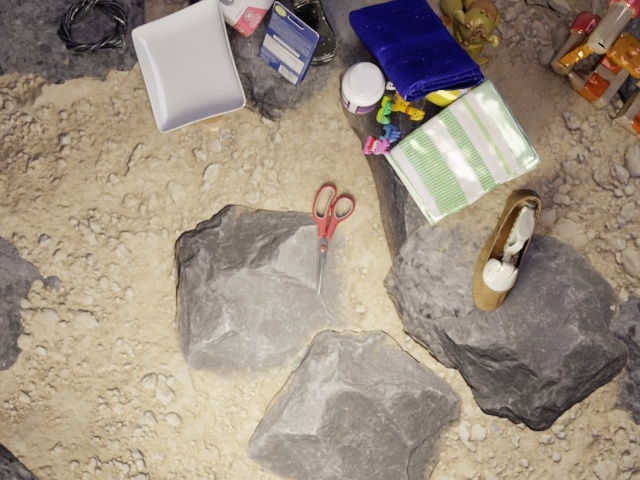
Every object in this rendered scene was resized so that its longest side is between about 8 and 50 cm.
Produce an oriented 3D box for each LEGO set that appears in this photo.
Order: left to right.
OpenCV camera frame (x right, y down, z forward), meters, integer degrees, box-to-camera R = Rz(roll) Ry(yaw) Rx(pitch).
[{"bbox_3d":[0.204,-0.314,1.610,0.093,0.087,0.227,30,112,29],"label":"LEGO set"}]

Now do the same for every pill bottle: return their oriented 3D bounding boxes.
[{"bbox_3d":[0.106,-0.385,1.583,0.108,0.193,0.108,0,92,-1],"label":"pill bottle"},{"bbox_3d":[0.313,-0.410,1.621,0.208,0.119,0.119,27,92,-2],"label":"pill bottle"}]

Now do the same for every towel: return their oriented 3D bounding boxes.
[{"bbox_3d":[0.230,-0.477,1.526,0.227,0.076,0.308,-18,60,-22],"label":"towel"},{"bbox_3d":[0.355,-0.213,1.602,0.324,0.038,0.248,-33,94,27],"label":"towel"}]

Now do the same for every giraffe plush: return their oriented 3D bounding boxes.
[{"bbox_3d":[0.381,-0.543,1.591,0.181,0.170,0.210,4,92,-1],"label":"giraffe plush"}]

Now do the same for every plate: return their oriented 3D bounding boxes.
[{"bbox_3d":[-0.331,-0.442,1.610,0.277,0.045,0.278,-12,97,24],"label":"plate"}]

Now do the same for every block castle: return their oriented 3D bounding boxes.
[{"bbox_3d":[0.827,-0.415,1.534,0.453,0.303,0.213,36,91,-2],"label":"block castle"}]

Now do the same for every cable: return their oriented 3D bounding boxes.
[{"bbox_3d":[-0.600,-0.564,1.646,0.184,0.047,0.151,-4,92,0],"label":"cable"}]

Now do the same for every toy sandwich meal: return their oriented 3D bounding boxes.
[{"bbox_3d":[-0.294,-0.327,1.667,0.085,0.029,0.086,0,94,-3],"label":"toy sandwich meal"}]

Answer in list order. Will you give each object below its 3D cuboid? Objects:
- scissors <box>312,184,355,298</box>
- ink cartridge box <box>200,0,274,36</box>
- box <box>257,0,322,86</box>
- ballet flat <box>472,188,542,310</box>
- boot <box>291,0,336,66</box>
[{"bbox_3d":[0.000,0.000,1.686,0.109,0.021,0.297,21,93,-4],"label":"scissors"},{"bbox_3d":[-0.225,-0.650,1.593,0.218,0.092,0.159,35,91,-19],"label":"ink cartridge box"},{"bbox_3d":[-0.075,-0.492,1.568,0.136,0.225,0.036,39,67,-2],"label":"box"},{"bbox_3d":[0.491,0.026,1.635,0.116,0.124,0.343,24,92,-1],"label":"ballet flat"},{"bbox_3d":[-0.028,-0.601,1.613,0.094,0.246,0.207,-12,57,7],"label":"boot"}]
